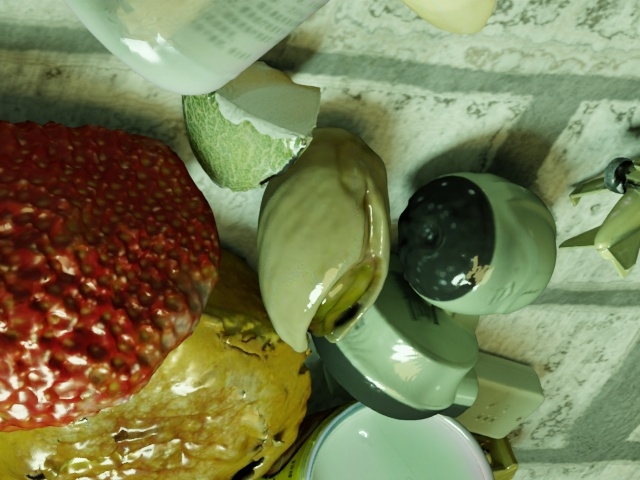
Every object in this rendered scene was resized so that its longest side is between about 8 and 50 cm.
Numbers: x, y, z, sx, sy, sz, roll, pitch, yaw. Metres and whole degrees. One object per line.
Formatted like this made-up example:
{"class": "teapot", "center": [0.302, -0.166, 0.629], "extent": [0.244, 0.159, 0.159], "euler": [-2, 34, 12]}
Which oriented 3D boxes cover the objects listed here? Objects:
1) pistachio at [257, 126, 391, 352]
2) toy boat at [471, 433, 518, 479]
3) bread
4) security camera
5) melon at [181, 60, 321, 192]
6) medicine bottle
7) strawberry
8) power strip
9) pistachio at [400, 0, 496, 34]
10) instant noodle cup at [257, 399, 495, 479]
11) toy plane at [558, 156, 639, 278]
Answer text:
{"class": "pistachio", "center": [0.000, 0.000, 1.980], "extent": [0.138, 0.153, 0.237], "euler": [-8, 109, -33]}
{"class": "toy boat", "center": [0.098, 0.304, 2.472], "extent": [0.310, 0.089, 0.115], "euler": [-13, 140, -2]}
{"class": "bread", "center": [-0.196, 0.161, 2.108], "extent": [0.337, 0.204, 0.358], "euler": [26, 123, -37]}
{"class": "security camera", "center": [0.135, 0.045, 2.086], "extent": [0.191, 0.197, 0.277], "euler": [17, 127, -44]}
{"class": "melon", "center": [-0.084, -0.126, 1.892], "extent": [0.139, 0.093, 0.202], "euler": [43, 149, -19]}
{"class": "medicine bottle", "center": [-0.059, -0.300, 1.523], "extent": [0.325, 0.256, 0.256], "euler": [-38, 137, 16]}
{"class": "strawberry", "center": [-0.260, 0.030, 1.856], "extent": [0.351, 0.312, 0.267], "euler": [-14, 160, -26]}
{"class": "power strip", "center": [0.132, 0.167, 2.337], "extent": [0.338, 0.058, 0.098], "euler": [18, 132, -35]}
{"class": "pistachio", "center": [0.096, -0.269, 1.737], "extent": [0.145, 0.117, 0.200], "euler": [11, 164, 32]}
{"class": "instant noodle cup", "center": [0.044, 0.326, 2.236], "extent": [0.326, 0.325, 0.254], "euler": [2, 161, -21]}
{"class": "toy plane", "center": [0.375, -0.062, 2.055], "extent": [0.256, 0.242, 0.104], "euler": [-49, 119, -13]}
